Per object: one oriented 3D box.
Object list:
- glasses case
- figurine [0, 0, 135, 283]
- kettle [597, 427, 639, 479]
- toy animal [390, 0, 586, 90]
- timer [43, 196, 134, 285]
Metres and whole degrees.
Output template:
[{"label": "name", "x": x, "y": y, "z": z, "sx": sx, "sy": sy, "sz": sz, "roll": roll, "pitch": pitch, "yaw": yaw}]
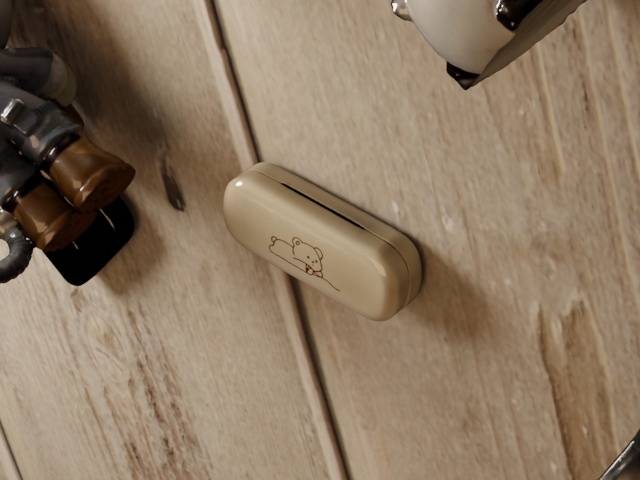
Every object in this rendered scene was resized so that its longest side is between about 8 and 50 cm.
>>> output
[{"label": "glasses case", "x": 0.000, "y": 0.000, "z": 1.658, "sx": 0.196, "sy": 0.050, "sz": 0.083, "roll": 28, "pitch": 139, "yaw": 27}, {"label": "figurine", "x": -0.331, "y": -0.165, "z": 1.750, "sx": 0.382, "sy": 0.261, "sz": 0.186, "roll": 46, "pitch": -177, "yaw": 9}, {"label": "kettle", "x": 0.338, "y": 0.254, "z": 1.364, "sx": 0.308, "sy": 0.262, "sz": 0.203, "roll": 43, "pitch": 109, "yaw": 14}, {"label": "toy animal", "x": 0.090, "y": -0.237, "z": 1.281, "sx": 0.235, "sy": 0.165, "sz": 0.187, "roll": 46, "pitch": 159, "yaw": 4}, {"label": "timer", "x": -0.277, "y": -0.049, "z": 1.896, "sx": 0.187, "sy": 0.055, "sz": 0.144, "roll": 50, "pitch": 142, "yaw": 1}]
